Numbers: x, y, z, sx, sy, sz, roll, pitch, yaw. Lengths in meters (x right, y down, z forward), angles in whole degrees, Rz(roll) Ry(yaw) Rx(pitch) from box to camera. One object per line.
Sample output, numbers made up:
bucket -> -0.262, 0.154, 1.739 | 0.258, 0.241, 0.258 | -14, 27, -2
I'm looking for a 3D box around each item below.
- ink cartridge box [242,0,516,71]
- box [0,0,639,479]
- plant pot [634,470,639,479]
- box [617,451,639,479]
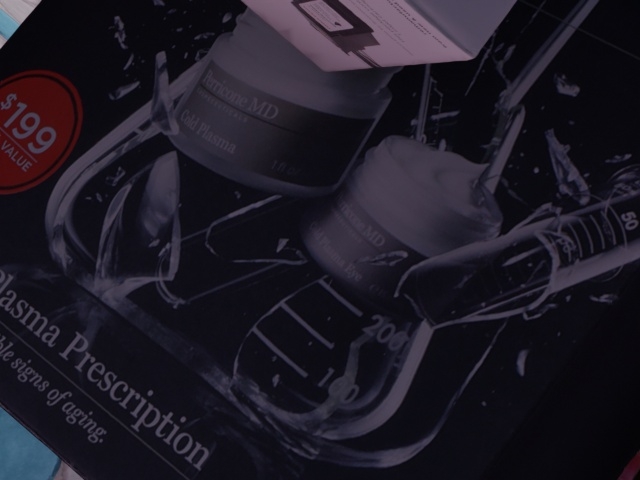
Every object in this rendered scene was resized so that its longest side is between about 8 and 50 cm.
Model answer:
ink cartridge box -> 0.036, -0.128, 0.553 | 0.063, 0.109, 0.150 | 39, 172, -19
box -> 0.000, 0.000, 0.692 | 0.343, 0.312, 0.179 | 33, 169, 29
plant pot -> 0.302, 0.222, 1.012 | 0.212, 0.212, 0.187 | 35, 160, 20
box -> 0.102, 0.072, 1.021 | 0.300, 0.142, 0.154 | 32, 177, 10
